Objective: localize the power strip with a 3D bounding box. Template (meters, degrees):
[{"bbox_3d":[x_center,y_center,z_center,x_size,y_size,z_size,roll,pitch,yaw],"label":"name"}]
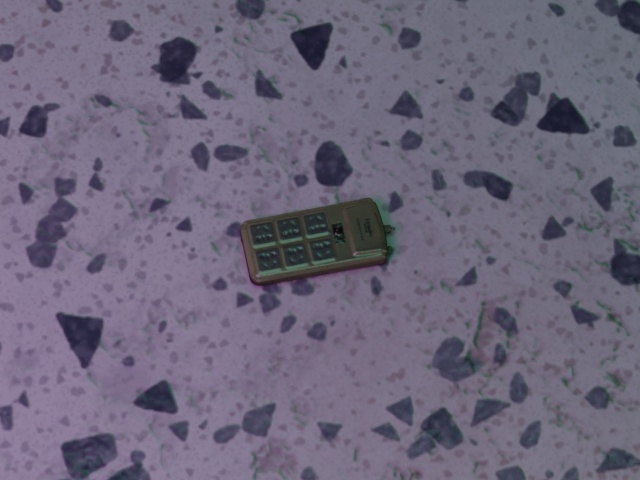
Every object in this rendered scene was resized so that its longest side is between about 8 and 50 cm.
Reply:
[{"bbox_3d":[0.000,0.000,1.905,0.169,0.028,0.076,-11,69,-7],"label":"power strip"}]
